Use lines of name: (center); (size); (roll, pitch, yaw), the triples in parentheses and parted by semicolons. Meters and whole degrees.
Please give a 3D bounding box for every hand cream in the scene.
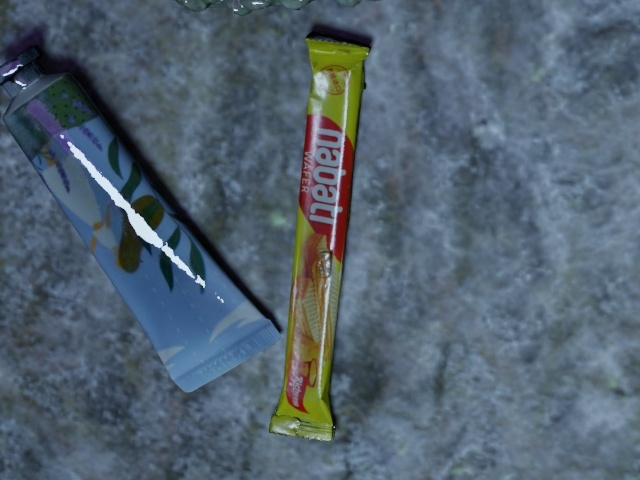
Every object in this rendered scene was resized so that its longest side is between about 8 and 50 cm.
hand cream: (-0.138, -0.018, 1.243); (0.091, 0.058, 0.271); (-32, 99, 18)

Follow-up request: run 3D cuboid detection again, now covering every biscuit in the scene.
biscuit: (0.000, 0.000, 1.225); (0.048, 0.026, 0.292); (10, 104, 19)

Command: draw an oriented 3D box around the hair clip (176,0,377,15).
hair clip: (0.020, -0.215, 1.135); (0.321, 0.091, 0.138); (-5, 104, 16)
